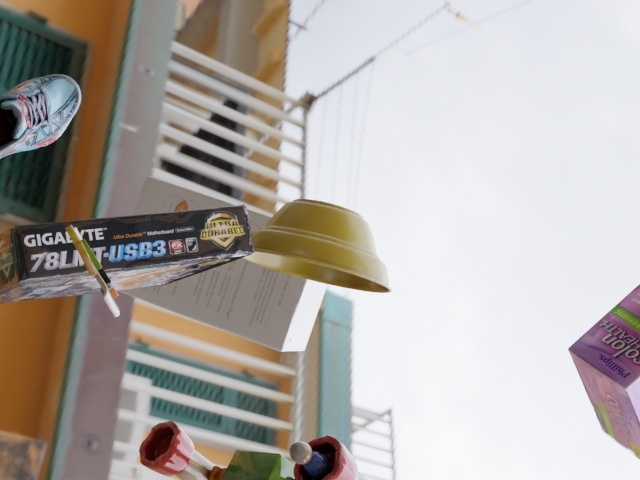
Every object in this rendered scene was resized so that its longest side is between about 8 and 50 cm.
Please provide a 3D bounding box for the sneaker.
[{"bbox_3d":[-0.459,-0.178,1.502,0.262,0.104,0.125,-40,-162,-34],"label":"sneaker"}]

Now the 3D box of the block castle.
[{"bbox_3d":[-0.151,0.435,1.468,0.453,0.213,0.303,-5,-131,44],"label":"block castle"}]

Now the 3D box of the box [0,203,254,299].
[{"bbox_3d":[-0.280,0.024,1.250,0.295,0.293,0.073,-17,-98,57],"label":"box"}]

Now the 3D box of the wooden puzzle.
[{"bbox_3d":[-0.199,0.028,0.882,0.079,0.014,0.116,60,-12,10],"label":"wooden puzzle"}]

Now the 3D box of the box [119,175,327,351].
[{"bbox_3d":[-0.169,0.045,1.781,0.168,0.345,0.215,27,82,-76],"label":"box"}]

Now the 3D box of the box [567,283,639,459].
[{"bbox_3d":[0.513,0.173,1.451,0.243,0.214,0.117,-40,-142,-11],"label":"box"}]

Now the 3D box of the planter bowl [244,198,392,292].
[{"bbox_3d":[0.000,0.000,1.306,0.217,0.217,0.090,2,-104,59],"label":"planter bowl"}]
